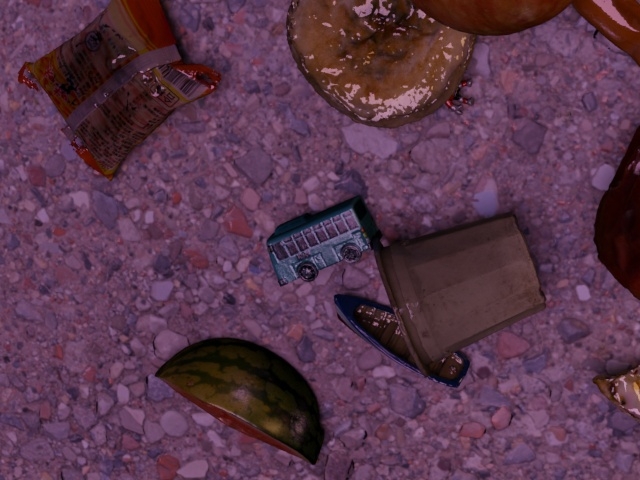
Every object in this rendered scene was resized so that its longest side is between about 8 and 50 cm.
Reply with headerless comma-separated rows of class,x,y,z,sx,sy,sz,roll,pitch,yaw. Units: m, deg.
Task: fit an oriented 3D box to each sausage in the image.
sausage,0.397,-0.290,1.423,0.183,0.054,0.062,40,144,0

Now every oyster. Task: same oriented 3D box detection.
oyster,0.508,0.214,1.536,0.209,0.072,0.133,-24,92,1

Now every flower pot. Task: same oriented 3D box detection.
flower pot,0.200,0.065,1.520,0.202,0.212,0.212,-19,100,5

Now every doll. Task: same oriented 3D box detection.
doll,0.159,-0.205,1.524,0.114,0.039,0.057,-5,133,17

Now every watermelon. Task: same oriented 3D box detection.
watermelon,-0.114,0.230,1.712,0.303,0.159,0.128,27,73,6

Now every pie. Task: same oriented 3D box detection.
pie,0.083,-0.291,1.492,0.274,0.055,0.274,0,91,12

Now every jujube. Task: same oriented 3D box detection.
jujube,0.478,-0.080,1.385,0.216,0.216,0.342,19,100,10

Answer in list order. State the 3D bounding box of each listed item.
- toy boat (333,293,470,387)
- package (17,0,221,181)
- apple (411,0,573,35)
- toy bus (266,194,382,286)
toy boat,0.115,0.150,1.629,0.229,0.080,0.046,29,146,6
package,-0.309,-0.240,1.612,0.288,0.108,0.223,-36,92,25
apple,0.218,-0.407,1.337,0.277,0.250,0.309,20,93,47
toy bus,0.000,0.000,1.607,0.160,0.079,0.092,-24,99,20
